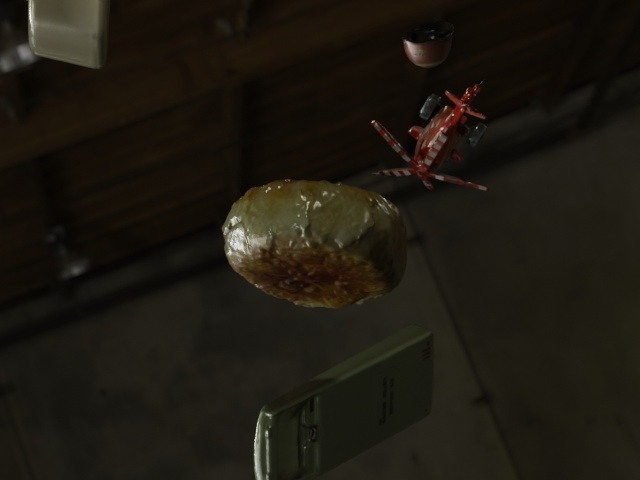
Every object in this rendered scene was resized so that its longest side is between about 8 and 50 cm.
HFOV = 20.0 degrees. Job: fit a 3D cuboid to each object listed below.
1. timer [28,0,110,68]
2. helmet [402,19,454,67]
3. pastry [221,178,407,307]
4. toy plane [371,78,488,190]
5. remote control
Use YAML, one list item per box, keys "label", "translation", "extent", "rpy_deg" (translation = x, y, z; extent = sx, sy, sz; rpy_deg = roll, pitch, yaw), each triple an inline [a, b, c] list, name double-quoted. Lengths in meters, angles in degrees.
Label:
- label: "timer"
  translation: [-0.344, -0.266, 1.823]
  extent: [0.266, 0.175, 0.175]
  rpy_deg: [2, -17, -6]
- label: "helmet"
  translation: [0.146, -0.257, 2.414]
  extent: [0.065, 0.049, 0.084]
  rpy_deg: [6, 28, 28]
- label: "pastry"
  translation: [0.000, 0.000, 1.862]
  extent: [0.182, 0.093, 0.192]
  rpy_deg: [-3, -24, 25]
- label: "toy plane"
  translation: [0.114, -0.112, 1.746]
  extent: [0.077, 0.126, 0.194]
  rpy_deg: [-59, -20, -22]
- label: "remote control"
  translation: [0.028, 0.194, 2.080]
  extent: [0.038, 0.123, 0.285]
  rpy_deg: [21, 33, 38]
